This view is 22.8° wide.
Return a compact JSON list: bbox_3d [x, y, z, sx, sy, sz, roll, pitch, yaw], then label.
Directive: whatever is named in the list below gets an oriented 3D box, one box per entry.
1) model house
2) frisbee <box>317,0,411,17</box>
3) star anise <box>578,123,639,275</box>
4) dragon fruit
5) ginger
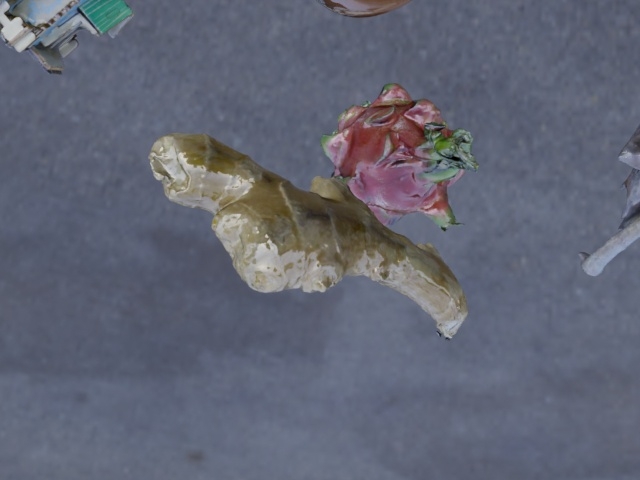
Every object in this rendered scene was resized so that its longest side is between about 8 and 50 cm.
[{"bbox_3d":[-0.271,-0.309,1.751,0.206,0.271,0.178,-42,89,5],"label":"model house"},{"bbox_3d":[0.064,-0.300,1.291,0.021,0.251,0.251,28,156,35],"label":"frisbee"},{"bbox_3d":[0.278,-0.075,1.108,0.081,0.262,0.230,33,178,25],"label":"star anise"},{"bbox_3d":[0.099,-0.082,1.671,0.236,0.135,0.137,14,154,49],"label":"dragon fruit"},{"bbox_3d":[0.000,0.000,1.420,0.333,0.148,0.081,19,123,-26],"label":"ginger"}]
